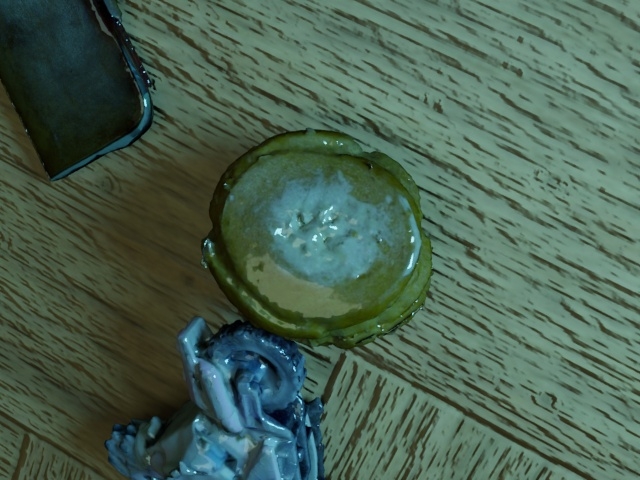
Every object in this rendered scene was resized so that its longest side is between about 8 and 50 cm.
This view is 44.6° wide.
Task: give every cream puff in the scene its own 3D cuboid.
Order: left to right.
[{"bbox_3d":[0.000,0.000,0.548,0.150,0.115,0.165,-38,82,-5],"label":"cream puff"}]

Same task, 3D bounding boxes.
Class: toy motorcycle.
[{"bbox_3d":[-0.098,0.164,0.636,0.204,0.108,0.239,4,106,19],"label":"toy motorcycle"}]

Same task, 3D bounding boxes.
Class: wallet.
[{"bbox_3d":[-0.226,-0.184,0.627,0.137,0.031,0.255,-22,97,23],"label":"wallet"}]
